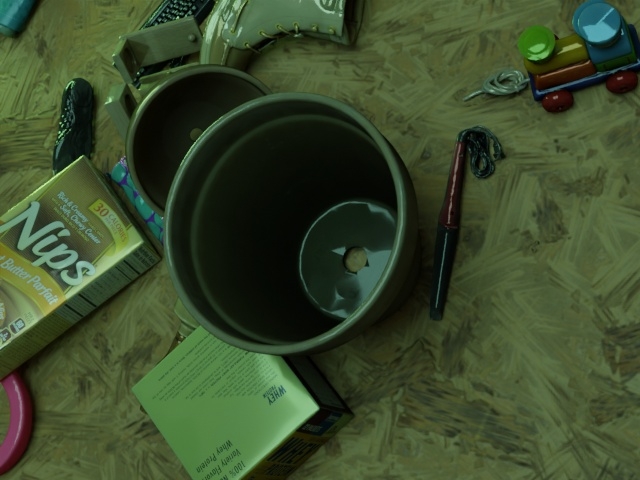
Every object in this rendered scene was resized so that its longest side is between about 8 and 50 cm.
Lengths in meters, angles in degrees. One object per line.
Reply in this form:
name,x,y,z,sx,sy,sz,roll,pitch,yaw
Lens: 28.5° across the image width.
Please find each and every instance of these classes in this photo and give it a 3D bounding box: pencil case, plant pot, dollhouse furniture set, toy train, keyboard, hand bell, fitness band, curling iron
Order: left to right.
fitness band,-0.570,0.248,1.927,0.291,0.054,0.209,22,86,17
pencil case,-0.250,-0.063,1.866,0.064,0.070,0.151,-39,69,-4
dollhouse furniture set,-0.226,-0.218,1.847,0.123,0.144,0.151,-13,35,17
keyboard,-0.236,-0.312,1.940,0.108,0.023,0.180,44,98,23
hand bell,-0.199,0.144,1.800,0.126,0.126,0.242,37,106,24
plant pot,-0.166,-0.141,1.800,0.237,0.237,0.110,-53,26,5
plant pot,0.000,0.000,1.637,0.323,0.280,0.323,-4,78,21
curling iron,0.186,-0.026,1.701,0.068,0.035,0.274,14,84,24
toy train,0.286,-0.234,1.644,0.248,0.143,0.105,-15,73,18

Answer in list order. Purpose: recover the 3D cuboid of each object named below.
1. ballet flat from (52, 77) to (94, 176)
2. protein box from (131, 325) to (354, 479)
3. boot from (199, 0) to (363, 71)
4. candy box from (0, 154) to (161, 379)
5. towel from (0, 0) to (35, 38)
ballet flat,-0.383,-0.168,1.964,0.057,0.049,0.173,12,82,-21
protein box,-0.104,0.221,1.712,0.200,0.136,0.201,-43,66,8
boot,-0.053,-0.301,1.826,0.203,0.095,0.262,20,95,16
candy box,-0.419,0.043,1.874,0.316,0.087,0.183,-37,68,-1
towel,-0.521,-0.541,2.097,0.271,0.040,0.370,27,88,24
